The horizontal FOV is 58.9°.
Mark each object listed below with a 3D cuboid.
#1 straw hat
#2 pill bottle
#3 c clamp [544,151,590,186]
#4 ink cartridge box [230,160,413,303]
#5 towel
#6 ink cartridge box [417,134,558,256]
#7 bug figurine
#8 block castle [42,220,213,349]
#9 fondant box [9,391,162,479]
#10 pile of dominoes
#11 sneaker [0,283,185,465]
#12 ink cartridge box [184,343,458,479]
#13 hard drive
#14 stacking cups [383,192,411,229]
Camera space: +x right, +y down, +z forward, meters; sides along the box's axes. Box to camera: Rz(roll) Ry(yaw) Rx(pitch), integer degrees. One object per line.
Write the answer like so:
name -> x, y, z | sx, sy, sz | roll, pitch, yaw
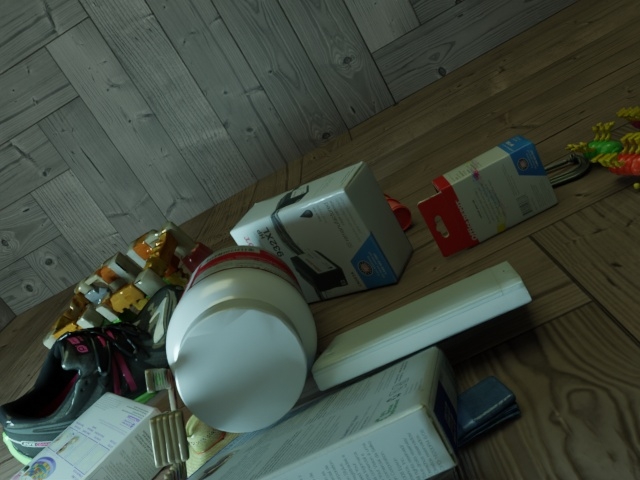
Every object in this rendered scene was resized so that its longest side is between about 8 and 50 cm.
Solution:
straw hat -> -0.187, 0.313, 0.936 | 0.145, 0.061, 0.144 | -28, 18, 10
pill bottle -> -0.128, 0.144, 0.938 | 0.229, 0.229, 0.407 | -32, 10, -2
c clamp -> 0.462, -0.140, 1.153 | 0.161, 0.022, 0.137 | -19, 22, 33
ink cartridge box -> 0.000, 0.000, 1.193 | 0.308, 0.223, 0.129 | -18, 24, 35
towel -> 0.175, 0.213, 0.682 | 0.119, 0.029, 0.067 | -32, 17, -1
ink cartridge box -> 0.304, -0.081, 1.068 | 0.231, 0.134, 0.078 | -27, 20, 9
bug figurine -> 0.588, -0.192, 1.011 | 0.279, 0.072, 0.216 | -34, 17, -4
block castle -> -0.516, 0.175, 1.586 | 0.453, 0.213, 0.303 | -31, 29, 23
fondant box -> -0.429, 0.423, 0.977 | 0.238, 0.096, 0.330 | -7, 29, 50
pile of dominoes -> -0.196, 0.274, 0.796 | 0.040, 0.195, 0.251 | -10, -11, -10
sneaker -> -0.455, 0.261, 1.215 | 0.185, 0.202, 0.483 | 16, 51, 37
ink cartridge box -> -0.003, 0.237, 0.647 | 0.330, 0.071, 0.324 | -29, -7, 12
hard drive -> 0.149, 0.121, 0.847 | 0.308, 0.040, 0.203 | -26, -2, 14
stacking cups -> 0.133, -0.080, 1.426 | 0.096, 0.096, 0.316 | -33, 23, -4
